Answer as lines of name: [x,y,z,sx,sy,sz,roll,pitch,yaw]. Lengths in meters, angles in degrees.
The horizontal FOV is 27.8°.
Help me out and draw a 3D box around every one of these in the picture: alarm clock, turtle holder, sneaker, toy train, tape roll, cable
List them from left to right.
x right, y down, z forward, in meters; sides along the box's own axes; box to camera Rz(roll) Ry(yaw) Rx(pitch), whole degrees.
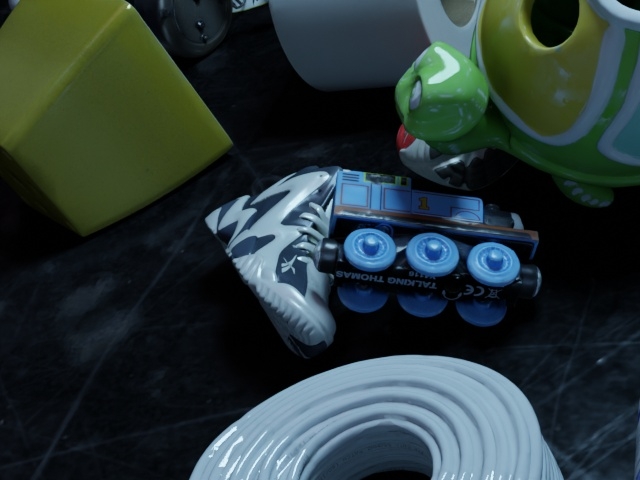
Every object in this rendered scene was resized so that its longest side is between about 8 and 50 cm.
alarm clock: [-0.155,-0.301,1.640,0.064,0.129,0.192,9,24,37]
sneaker: [0.000,0.000,1.136,0.153,0.094,0.235,-34,24,-4]
cable: [0.034,0.178,0.864,0.257,0.089,0.257,5,41,35]
tape roll: [0.072,-0.284,1.370,0.169,0.246,0.246,-1,38,30]
toy train: [0.087,0.005,1.048,0.184,0.080,0.105,6,50,-1]
sneaker: [0.188,-0.148,1.243,0.279,0.107,0.118,-29,21,-18]
turtle holder: [0.223,-0.177,1.056,0.320,0.227,0.243,3,72,2]

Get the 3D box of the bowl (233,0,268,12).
bowl: [-0.102,-0.386,1.767,0.170,0.080,0.170,-14,34,10]

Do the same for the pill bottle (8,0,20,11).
pill bottle: [-0.305,-0.273,1.588,0.124,0.222,0.124,-15,33,10]

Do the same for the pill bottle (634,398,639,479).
pill bottle: [0.257,0.138,0.738,0.152,0.152,0.272,-7,35,22]

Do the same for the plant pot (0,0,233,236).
plant pot: [-0.262,-0.131,1.391,0.187,0.212,0.212,-48,39,-16]
